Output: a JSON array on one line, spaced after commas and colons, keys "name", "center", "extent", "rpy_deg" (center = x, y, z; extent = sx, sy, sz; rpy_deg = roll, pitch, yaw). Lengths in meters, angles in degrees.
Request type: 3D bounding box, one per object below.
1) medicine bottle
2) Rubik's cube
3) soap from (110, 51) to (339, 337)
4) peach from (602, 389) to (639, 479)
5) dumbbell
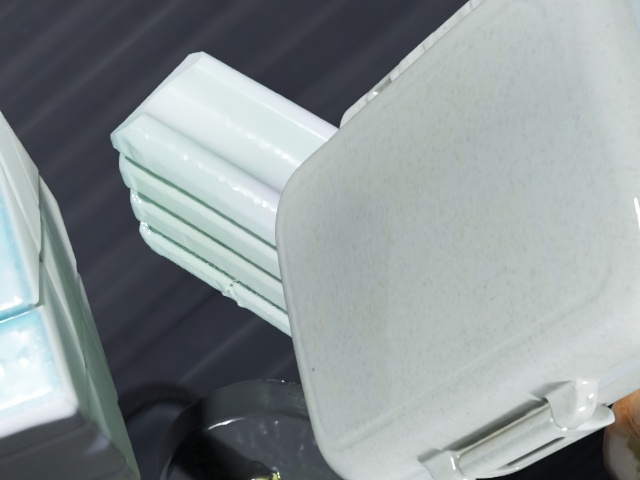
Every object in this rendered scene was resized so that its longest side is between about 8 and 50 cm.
[{"name": "medicine bottle", "center": [0.108, 0.001, 1.086], "extent": [0.123, 0.375, 0.282], "rpy_deg": [4, 65, -33]}, {"name": "Rubik's cube", "center": [-0.365, 0.089, 1.462], "extent": [0.319, 0.316, 0.322], "rpy_deg": [74, -3, -69]}, {"name": "soap", "center": [0.000, 0.000, 1.406], "extent": [0.347, 0.115, 0.208], "rpy_deg": [32, -22, 20]}, {"name": "peach", "center": [0.404, 0.203, 1.763], "extent": [0.214, 0.214, 0.235], "rpy_deg": [51, 28, 13]}, {"name": "dumbbell", "center": [-0.047, 0.291, 1.557], "extent": [0.204, 0.203, 0.322], "rpy_deg": [49, 14, -26]}]
